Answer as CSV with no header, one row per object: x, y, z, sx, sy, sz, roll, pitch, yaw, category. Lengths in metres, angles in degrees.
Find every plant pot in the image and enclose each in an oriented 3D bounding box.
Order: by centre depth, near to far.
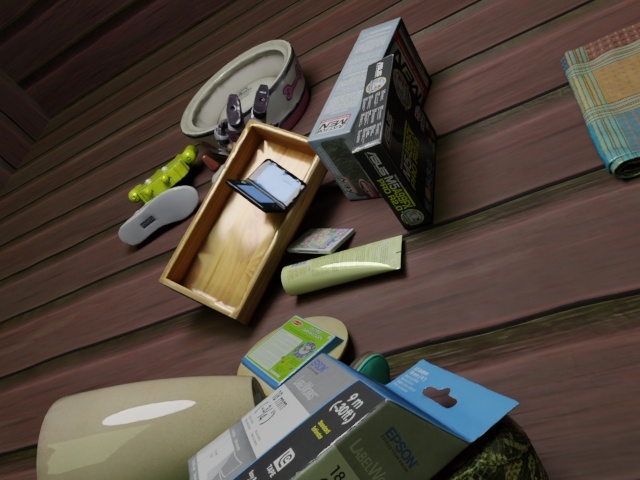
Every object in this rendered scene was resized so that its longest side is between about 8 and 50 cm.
-0.206,0.302,0.810,0.273,0.257,0.257,-20,38,0,plant pot

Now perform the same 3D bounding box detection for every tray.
-0.152,-0.047,1.206,0.202,0.076,0.411,21,77,22,tray

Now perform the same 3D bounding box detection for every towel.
0.575,-0.271,0.942,0.271,0.040,0.370,-20,41,24,towel

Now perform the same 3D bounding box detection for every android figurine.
-0.474,-0.195,1.712,0.248,0.056,0.273,-34,19,9,android figurine

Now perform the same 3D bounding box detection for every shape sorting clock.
-0.047,0.198,0.968,0.206,0.040,0.206,-24,23,11,shape sorting clock

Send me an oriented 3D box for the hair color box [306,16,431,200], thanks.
0.120,-0.291,1.237,0.113,0.185,0.375,-4,50,38,hair color box

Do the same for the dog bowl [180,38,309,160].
-0.212,-0.406,1.679,0.407,0.150,0.408,-24,39,22,dog bowl

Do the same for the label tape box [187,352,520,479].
0.017,0.223,0.646,0.333,0.106,0.240,-36,9,-13,label tape box

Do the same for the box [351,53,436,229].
0.151,-0.189,1.080,0.060,0.216,0.270,-15,43,29,box

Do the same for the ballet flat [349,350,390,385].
0.025,0.290,0.808,0.096,0.095,0.281,-21,39,43,ballet flat

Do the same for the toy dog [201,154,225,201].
-0.172,-0.162,1.381,0.333,0.161,0.220,-17,43,28,toy dog

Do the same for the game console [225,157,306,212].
-0.111,-0.115,1.145,0.122,0.107,0.071,36,110,25,game console

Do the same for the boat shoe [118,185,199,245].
-0.458,-0.081,1.614,0.267,0.096,0.088,-35,24,15,boat shoe

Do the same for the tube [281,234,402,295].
0.042,0.052,1.068,0.240,0.062,0.070,-17,76,22,tube

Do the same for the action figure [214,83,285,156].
-0.179,-0.279,1.438,0.185,0.285,0.099,-5,74,-8,action figure

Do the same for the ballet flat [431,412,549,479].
0.050,0.381,0.622,0.482,0.182,0.164,-34,-6,0,ballet flat

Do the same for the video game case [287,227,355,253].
0.000,0.000,1.165,0.122,0.011,0.087,2,31,42,video game case
